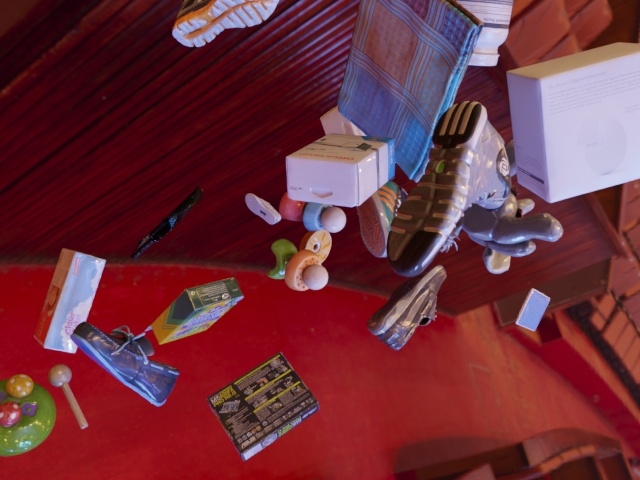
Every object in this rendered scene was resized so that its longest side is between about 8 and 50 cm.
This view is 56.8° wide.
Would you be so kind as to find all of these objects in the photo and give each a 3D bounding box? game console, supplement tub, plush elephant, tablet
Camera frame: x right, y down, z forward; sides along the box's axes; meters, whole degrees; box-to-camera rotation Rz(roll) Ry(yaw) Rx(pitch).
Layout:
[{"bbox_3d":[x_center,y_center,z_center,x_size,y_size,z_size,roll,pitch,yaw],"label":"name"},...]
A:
[{"bbox_3d":[-0.525,-0.037,1.942,0.044,0.361,0.213,46,36,-12],"label":"game console"},{"bbox_3d":[0.332,-0.539,1.314,0.191,0.191,0.272,-46,144,-63],"label":"supplement tub"},{"bbox_3d":[0.473,-0.063,1.592,0.255,0.330,0.272,4,58,-62],"label":"plush elephant"},{"bbox_3d":[0.300,0.098,0.835,0.006,0.054,0.083,26,2,40],"label":"tablet"}]

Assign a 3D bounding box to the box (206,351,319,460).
[{"bbox_3d":[-0.172,0.490,1.775,0.216,0.270,0.060,45,-25,34],"label":"box"}]

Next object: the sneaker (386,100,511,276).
[{"bbox_3d":[0.176,-0.043,0.728,0.132,0.086,0.229,30,82,-37],"label":"sneaker"}]

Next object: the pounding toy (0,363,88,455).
[{"bbox_3d":[-0.652,0.359,1.312,0.236,0.110,0.183,-11,55,-40],"label":"pounding toy"}]

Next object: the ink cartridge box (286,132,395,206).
[{"bbox_3d":[0.041,-0.134,1.079,0.190,0.139,0.082,-40,134,-57],"label":"ink cartridge box"}]

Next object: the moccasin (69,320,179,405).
[{"bbox_3d":[-0.458,0.272,1.411,0.117,0.137,0.342,-53,146,-20],"label":"moccasin"}]

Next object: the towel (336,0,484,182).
[{"bbox_3d":[0.144,-0.314,1.107,0.040,0.370,0.271,-29,64,-26],"label":"towel"}]

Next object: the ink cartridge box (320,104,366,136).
[{"bbox_3d":[0.112,-0.288,1.693,0.219,0.092,0.160,0,67,-55],"label":"ink cartridge box"}]

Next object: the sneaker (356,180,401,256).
[{"bbox_3d":[0.160,-0.081,1.483,0.121,0.108,0.302,5,47,-20],"label":"sneaker"}]

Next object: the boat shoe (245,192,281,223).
[{"bbox_3d":[-0.132,-0.076,1.378,0.100,0.035,0.035,37,29,17],"label":"boat shoe"}]

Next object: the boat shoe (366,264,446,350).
[{"bbox_3d":[0.282,0.206,1.809,0.355,0.132,0.130,-38,95,-34],"label":"boat shoe"}]

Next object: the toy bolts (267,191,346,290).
[{"bbox_3d":[0.000,0.000,1.428,0.218,0.158,0.229,-13,118,-47],"label":"toy bolts"}]

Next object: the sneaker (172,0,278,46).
[{"bbox_3d":[-0.168,-0.415,1.029,0.084,0.214,0.083,40,43,-57],"label":"sneaker"}]

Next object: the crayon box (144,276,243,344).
[{"bbox_3d":[-0.431,0.250,2.005,0.203,0.323,0.083,-13,69,-47],"label":"crayon box"}]

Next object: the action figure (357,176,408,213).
[{"bbox_3d":[0.211,-0.094,1.747,0.141,0.164,0.275,52,-4,-24],"label":"action figure"}]

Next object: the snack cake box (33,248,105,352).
[{"bbox_3d":[-0.696,0.162,1.636,0.089,0.152,0.264,21,82,-36],"label":"snack cake box"}]

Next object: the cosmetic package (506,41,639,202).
[{"bbox_3d":[0.477,-0.218,1.070,0.138,0.224,0.225,-110,-174,-66],"label":"cosmetic package"}]
